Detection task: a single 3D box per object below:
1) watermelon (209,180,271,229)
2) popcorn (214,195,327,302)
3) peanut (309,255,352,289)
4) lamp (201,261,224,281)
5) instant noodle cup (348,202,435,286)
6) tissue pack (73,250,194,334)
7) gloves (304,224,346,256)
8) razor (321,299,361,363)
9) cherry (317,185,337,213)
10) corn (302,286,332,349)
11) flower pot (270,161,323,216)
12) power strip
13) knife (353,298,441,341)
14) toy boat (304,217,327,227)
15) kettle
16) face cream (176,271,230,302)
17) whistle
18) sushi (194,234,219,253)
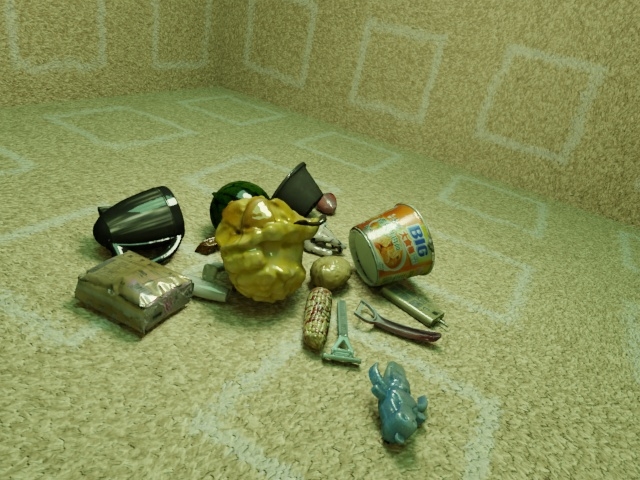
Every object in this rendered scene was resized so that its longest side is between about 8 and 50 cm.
[{"bbox_3d":[-0.298,-0.109,1.749,0.242,0.243,0.242,10,28,-5],"label":"watermelon"},{"bbox_3d":[-0.150,0.012,1.464,0.381,0.349,0.349,-28,33,3],"label":"popcorn"},{"bbox_3d":[0.035,0.110,1.613,0.140,0.109,0.159,-8,8,23],"label":"peanut"},{"bbox_3d":[-0.345,0.084,1.519,0.050,0.056,0.198,12,9,-4],"label":"lamp"},{"bbox_3d":[0.241,0.028,1.666,0.213,0.297,0.296,-20,37,-15],"label":"instant noodle cup"},{"bbox_3d":[-0.531,0.134,1.326,0.256,0.123,0.215,23,28,17],"label":"tissue pack"},{"bbox_3d":[0.001,-0.009,1.832,0.211,0.111,0.128,8,22,7],"label":"gloves"},{"bbox_3d":[0.066,0.263,1.404,0.110,0.056,0.278,10,28,-3],"label":"razor"},{"bbox_3d":[0.024,-0.176,2.167,0.106,0.087,0.127,8,47,-11],"label":"cherry"},{"bbox_3d":[-0.010,0.234,1.400,0.086,0.086,0.253,12,30,-2],"label":"corn"},{"bbox_3d":[-0.095,-0.191,2.021,0.166,0.269,0.269,37,30,0],"label":"flower pot"},{"bbox_3d":[0.331,0.226,1.604,0.092,0.035,0.267,-17,39,-44],"label":"power strip"},{"bbox_3d":[0.245,0.267,1.476,0.277,0.053,0.123,20,24,12],"label":"knife"},{"bbox_3d":[-0.050,-0.058,1.933,0.172,0.069,0.059,7,20,-21],"label":"toy boat"},{"bbox_3d":[-0.623,-0.036,1.570,0.271,0.251,0.207,-21,11,-35],"label":"kettle"},{"bbox_3d":[-0.373,0.147,1.440,0.182,0.051,0.072,17,23,5],"label":"face cream"},{"bbox_3d":[0.194,0.403,1.164,0.180,0.093,0.269,35,26,-10],"label":"whistle"},{"bbox_3d":[-0.395,0.015,1.676,0.052,0.055,0.120,39,47,23],"label":"sushi"}]
